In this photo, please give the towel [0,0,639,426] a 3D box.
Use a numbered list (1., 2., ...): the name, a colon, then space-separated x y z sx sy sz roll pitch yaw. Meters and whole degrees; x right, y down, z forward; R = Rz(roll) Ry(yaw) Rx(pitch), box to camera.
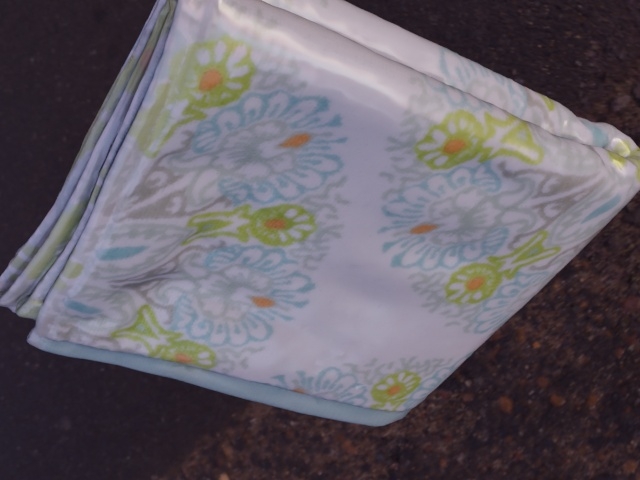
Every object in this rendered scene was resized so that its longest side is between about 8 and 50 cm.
1. towel: 0.000 0.000 0.615 0.320 0.374 0.090 -49 37 36
